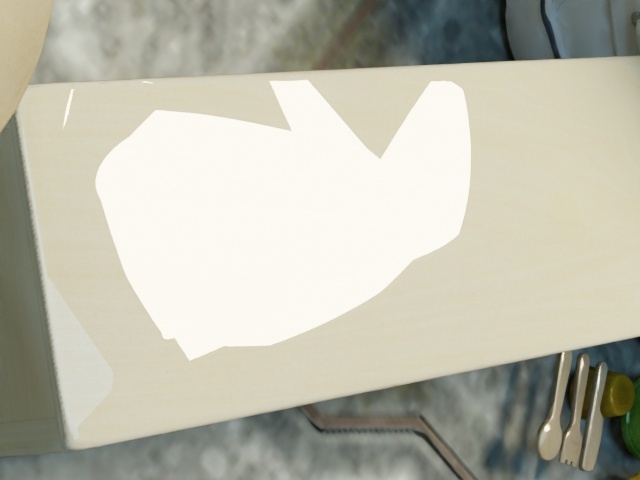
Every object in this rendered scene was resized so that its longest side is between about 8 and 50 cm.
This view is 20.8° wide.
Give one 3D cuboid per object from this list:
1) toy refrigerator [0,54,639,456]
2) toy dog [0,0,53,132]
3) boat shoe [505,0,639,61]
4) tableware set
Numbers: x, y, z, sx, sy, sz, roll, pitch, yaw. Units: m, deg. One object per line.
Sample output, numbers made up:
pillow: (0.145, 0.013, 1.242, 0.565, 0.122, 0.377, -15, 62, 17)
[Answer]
toy refrigerator: (0.000, 0.000, 0.583, 0.269, 0.094, 0.102, -8, 88, -40)
toy dog: (-0.095, -0.154, 0.461, 0.333, 0.161, 0.220, -46, 77, 1)
boat shoe: (0.168, -0.014, 0.719, 0.095, 0.084, 0.258, -51, 118, -28)
tableware set: (0.109, 0.124, 0.709, 0.104, 0.024, 0.154, 21, 75, -40)
